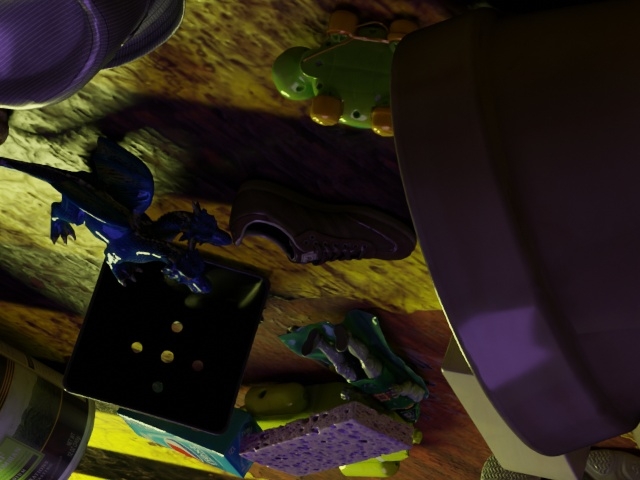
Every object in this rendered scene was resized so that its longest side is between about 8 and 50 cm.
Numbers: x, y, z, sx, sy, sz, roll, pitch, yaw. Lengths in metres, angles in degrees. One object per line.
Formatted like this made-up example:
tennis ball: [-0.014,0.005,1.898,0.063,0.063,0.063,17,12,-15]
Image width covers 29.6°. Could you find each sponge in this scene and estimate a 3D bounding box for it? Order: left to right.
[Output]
sponge: [0.006,0.261,1.574,0.210,0.031,0.117,-23,142,39]

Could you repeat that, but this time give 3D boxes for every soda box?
soda box: [-0.179,0.256,1.687,0.210,0.071,0.067,13,148,37]

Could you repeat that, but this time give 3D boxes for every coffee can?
coffee can: [-0.489,0.234,1.721,0.201,0.201,0.275,-15,140,42]

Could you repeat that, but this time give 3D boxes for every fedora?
fedora: [-0.239,-0.184,0.938,0.275,0.124,0.244,-14,137,35]

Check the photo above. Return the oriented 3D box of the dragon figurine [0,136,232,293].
dragon figurine: [-0.217,-0.042,1.217,0.289,0.085,0.144,38,149,2]

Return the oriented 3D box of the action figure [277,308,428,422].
action figure: [0.065,0.167,1.492,0.137,0.063,0.232,-10,146,32]

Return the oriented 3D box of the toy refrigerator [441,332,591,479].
toy refrigerator: [0.235,0.178,1.395,0.102,0.094,0.269,6,150,30]

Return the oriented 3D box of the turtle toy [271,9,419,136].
turtle toy: [0.023,-0.131,0.974,0.130,0.095,0.066,11,172,9]

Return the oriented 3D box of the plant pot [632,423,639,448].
plant pot: [0.397,0.077,0.980,0.284,0.284,0.191,6,138,16]

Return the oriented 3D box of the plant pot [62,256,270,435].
plant pot: [-0.177,0.122,1.418,0.188,0.187,0.167,17,164,-2]

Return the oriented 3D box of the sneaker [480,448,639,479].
sneaker: [0.360,0.348,1.626,0.269,0.101,0.153,3,150,32]

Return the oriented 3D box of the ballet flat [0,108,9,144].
ballet flat: [-0.332,-0.133,1.146,0.073,0.067,0.206,15,150,3]

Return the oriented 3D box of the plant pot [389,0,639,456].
plant pot: [0.241,-0.045,0.837,0.280,0.323,0.323,-21,138,22]

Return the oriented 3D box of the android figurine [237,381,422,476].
android figurine: [0.015,0.260,1.679,0.273,0.056,0.248,-10,142,40]

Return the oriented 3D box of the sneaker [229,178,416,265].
sneaker: [0.000,0.000,1.215,0.188,0.071,0.066,16,151,0]
